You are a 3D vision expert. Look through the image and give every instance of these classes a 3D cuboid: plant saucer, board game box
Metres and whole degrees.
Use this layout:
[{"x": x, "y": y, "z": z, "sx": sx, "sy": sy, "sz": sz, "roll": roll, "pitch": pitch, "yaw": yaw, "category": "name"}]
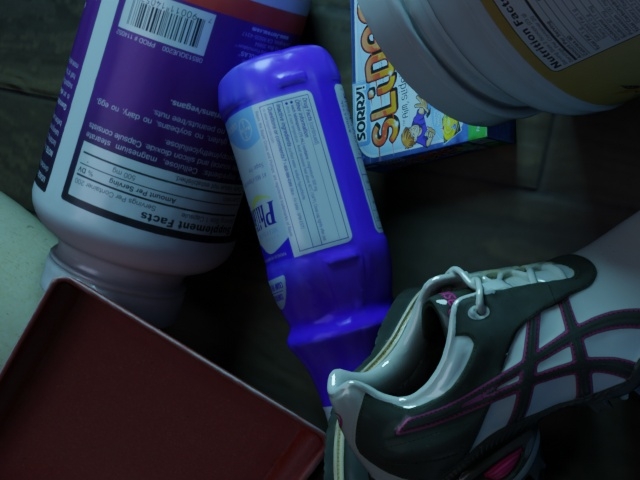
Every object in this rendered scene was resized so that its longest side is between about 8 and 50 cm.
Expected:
[{"x": -0.158, "y": 0.179, "z": 1.125, "sx": 0.259, "sy": 0.258, "sz": 0.048, "roll": -56, "pitch": 5, "yaw": 26, "category": "plant saucer"}, {"x": 0.082, "y": -0.162, "z": 1.023, "sx": 0.136, "sy": 0.035, "sz": 0.201, "roll": -11, "pitch": 76, "yaw": 45, "category": "board game box"}]

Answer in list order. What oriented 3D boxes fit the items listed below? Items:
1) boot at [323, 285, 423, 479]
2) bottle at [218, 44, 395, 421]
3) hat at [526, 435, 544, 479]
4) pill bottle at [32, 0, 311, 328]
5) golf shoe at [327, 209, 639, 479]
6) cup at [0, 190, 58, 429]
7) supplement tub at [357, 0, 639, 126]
[{"x": 0.089, "y": 0.104, "z": 0.902, "sx": 0.137, "sy": 0.077, "sz": 0.198, "roll": -10, "pitch": 47, "yaw": 41, "category": "boot"}, {"x": 0.000, "y": 0.000, "z": 1.011, "sx": 0.118, "sy": 0.092, "sz": 0.283, "roll": 157, "pitch": 98, "yaw": -79, "category": "bottle"}, {"x": 0.057, "y": 0.274, "z": 0.876, "sx": 0.331, "sy": 0.331, "sz": 0.134, "roll": -34, "pitch": 101, "yaw": 39, "category": "hat"}, {"x": -0.135, "y": -0.097, "z": 1.139, "sx": 0.181, "sy": 0.181, "sz": 0.323, "roll": 30, "pitch": 106, "yaw": 45, "category": "pill bottle"}, {"x": 0.131, "y": 0.054, "z": 0.810, "sx": 0.273, "sy": 0.120, "sz": 0.105, "roll": -42, "pitch": 21, "yaw": -6, "category": "golf shoe"}, {"x": -0.337, "y": 0.093, "z": 1.269, "sx": 0.237, "sy": 0.331, "sz": 0.331, "roll": 13, "pitch": 94, "yaw": 20, "category": "cup"}, {"x": 0.190, "y": -0.207, "z": 0.776, "sx": 0.316, "sy": 0.228, "sz": 0.228, "roll": -22, "pitch": 69, "yaw": 43, "category": "supplement tub"}]
